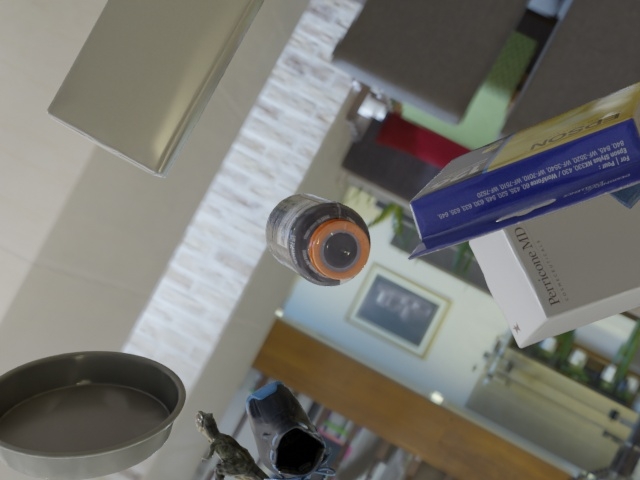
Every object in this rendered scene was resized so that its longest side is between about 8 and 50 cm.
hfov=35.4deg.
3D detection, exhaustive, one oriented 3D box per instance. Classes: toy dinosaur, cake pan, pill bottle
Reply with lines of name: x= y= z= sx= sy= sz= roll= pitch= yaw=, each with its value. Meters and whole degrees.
toy dinosaur: x=-0.145 y=0.412 z=1.763 sx=0.268 sy=0.118 sz=0.064 roll=34 pitch=-165 yaw=19
cake pan: x=-0.338 y=0.246 z=1.429 sx=0.293 sy=0.054 sz=0.293 roll=1 pitch=-159 yaw=0
pill bottle: x=0.000 y=0.000 z=1.566 sx=0.130 sy=0.130 sz=0.246 roll=29 pitch=179 yaw=-17

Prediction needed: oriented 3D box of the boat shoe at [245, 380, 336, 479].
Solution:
boat shoe: x=-0.043 y=0.295 z=1.386 sx=0.089 sy=0.109 sz=0.258 roll=53 pitch=176 yaw=38

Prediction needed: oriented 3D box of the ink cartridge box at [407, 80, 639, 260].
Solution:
ink cartridge box: x=0.274 y=-0.096 z=1.296 sx=0.072 sy=0.304 sz=0.307 roll=66 pitch=-153 yaw=-8

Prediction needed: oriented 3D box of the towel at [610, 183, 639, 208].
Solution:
towel: x=0.493 y=-0.111 z=1.560 sx=0.067 sy=0.119 sz=0.029 roll=40 pitch=-177 yaw=16

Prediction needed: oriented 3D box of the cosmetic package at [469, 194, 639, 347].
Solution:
cosmetic package: x=0.535 y=0.007 z=1.848 sx=0.161 sy=0.453 sz=0.230 roll=110 pitch=140 yaw=-64

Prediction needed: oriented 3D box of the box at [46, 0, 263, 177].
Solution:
box: x=-0.120 y=-0.199 z=0.878 sx=0.113 sy=0.275 sz=0.094 roll=30 pitch=179 yaw=-5
